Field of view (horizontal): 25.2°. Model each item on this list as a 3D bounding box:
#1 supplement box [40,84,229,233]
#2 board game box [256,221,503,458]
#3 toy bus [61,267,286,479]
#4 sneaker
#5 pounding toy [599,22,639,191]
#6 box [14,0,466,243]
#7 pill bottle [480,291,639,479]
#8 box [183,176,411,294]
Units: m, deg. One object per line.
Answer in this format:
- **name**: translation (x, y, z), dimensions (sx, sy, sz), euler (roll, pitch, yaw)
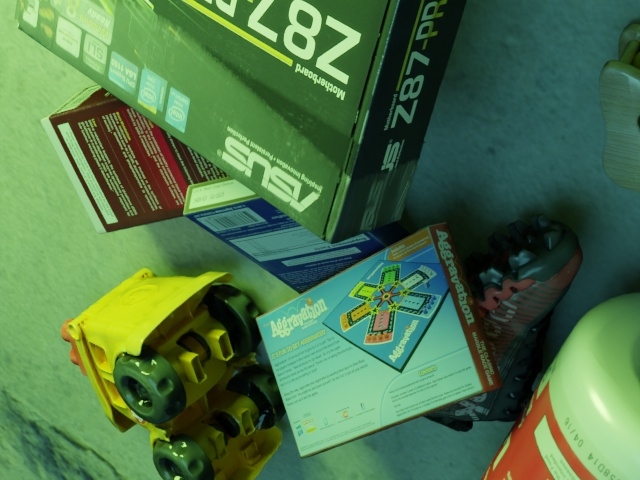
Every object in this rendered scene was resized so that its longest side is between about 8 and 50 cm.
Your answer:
- **supplement box**: translation (-0.128, -0.094, 1.320), dimensions (0.239, 0.073, 0.130), euler (-10, 114, 33)
- **board game box**: translation (0.043, 0.097, 1.276), dimensions (0.281, 0.027, 0.145), euler (-30, 76, 52)
- **toy bus**: translation (-0.165, 0.141, 1.452), dimensions (0.211, 0.149, 0.220), euler (7, 125, 40)
- **sneaker**: translation (0.158, 0.084, 1.256), dimensions (0.135, 0.098, 0.276), euler (41, 135, -1)
- **pounding toy**: translation (0.327, -0.066, 1.041), dimensions (0.269, 0.155, 0.154), euler (22, 130, 12)
- **box**: translation (-0.066, -0.232, 1.094), dimensions (0.395, 0.097, 0.318), euler (36, 127, 30)
- **pill bottle**: translation (0.242, 0.259, 1.239), dimensions (0.229, 0.229, 0.408), euler (30, 128, 9)
- **box**: translation (0.000, 0.000, 1.284), dimensions (0.136, 0.037, 0.225), euler (-11, 148, 33)
